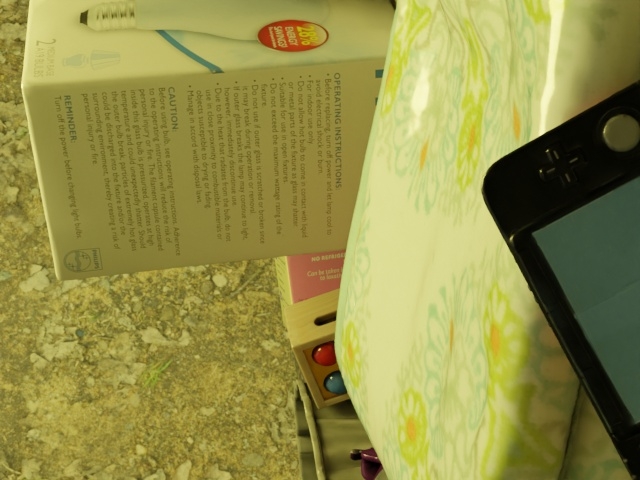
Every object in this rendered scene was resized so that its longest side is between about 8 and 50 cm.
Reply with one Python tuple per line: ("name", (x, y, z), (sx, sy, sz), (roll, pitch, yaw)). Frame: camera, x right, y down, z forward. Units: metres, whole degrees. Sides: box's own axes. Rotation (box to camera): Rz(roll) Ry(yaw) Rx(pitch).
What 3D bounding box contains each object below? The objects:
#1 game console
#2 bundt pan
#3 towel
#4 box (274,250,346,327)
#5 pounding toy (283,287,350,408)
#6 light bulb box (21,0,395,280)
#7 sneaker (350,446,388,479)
("game console", (0.130, 0.009, 0.399), (0.144, 0.124, 0.085), (63, -163, 8))
("bundt pan", (0.050, 0.330, 1.497), (0.331, 0.124, 0.331), (173, 90, -85))
("towel", (0.087, -0.009, 0.631), (0.320, 0.090, 0.375), (-112, 26, -68))
("box", (0.000, 0.000, 1.583), (0.213, 0.117, 0.243), (-152, 54, -83))
("pounding toy", (0.042, 0.119, 1.377), (0.100, 0.141, 0.130), (-105, -5, -51))
("light bulb box", (-0.108, -0.165, 1.243), (0.358, 0.360, 0.225), (-106, 12, -52))
("sneaker", (0.091, 0.278, 1.168), (0.224, 0.098, 0.083), (-109, 13, -62))
